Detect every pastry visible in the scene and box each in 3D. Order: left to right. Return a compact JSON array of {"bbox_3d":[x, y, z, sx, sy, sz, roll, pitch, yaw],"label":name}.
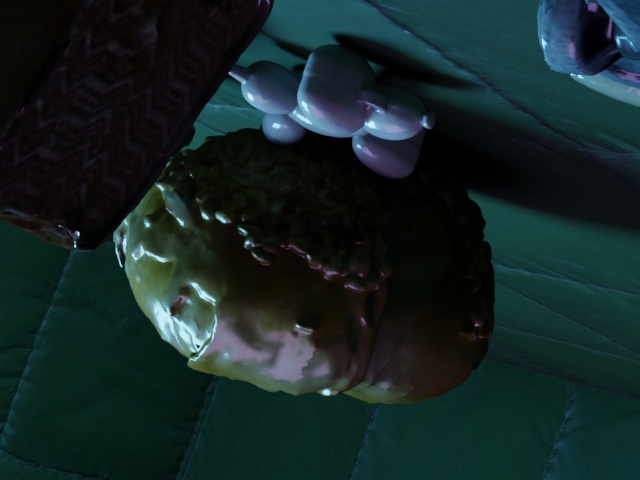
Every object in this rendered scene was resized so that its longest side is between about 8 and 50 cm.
[{"bbox_3d":[0.000,0.000,1.171,0.316,0.184,0.284,12,-155,-18],"label":"pastry"}]

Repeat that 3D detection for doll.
[{"bbox_3d":[0.014,-0.094,1.024,0.161,0.059,0.160,18,174,19],"label":"doll"}]

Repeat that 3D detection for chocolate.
[{"bbox_3d":[-0.133,-0.106,0.821,0.093,0.214,0.148,35,-178,27],"label":"chocolate"}]

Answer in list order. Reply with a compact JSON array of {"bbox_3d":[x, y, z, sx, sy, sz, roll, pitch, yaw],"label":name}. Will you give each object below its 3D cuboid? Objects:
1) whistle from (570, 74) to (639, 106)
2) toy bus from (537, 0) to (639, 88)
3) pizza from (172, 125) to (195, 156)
[{"bbox_3d":[0.222,-0.058,0.588,0.244,0.110,0.092,17,141,22],"label":"whistle"},{"bbox_3d":[0.093,-0.119,0.365,0.121,0.119,0.265,15,172,34],"label":"toy bus"},{"bbox_3d":[-0.194,-0.148,1.145,0.246,0.058,0.127,34,-175,-20],"label":"pizza"}]
